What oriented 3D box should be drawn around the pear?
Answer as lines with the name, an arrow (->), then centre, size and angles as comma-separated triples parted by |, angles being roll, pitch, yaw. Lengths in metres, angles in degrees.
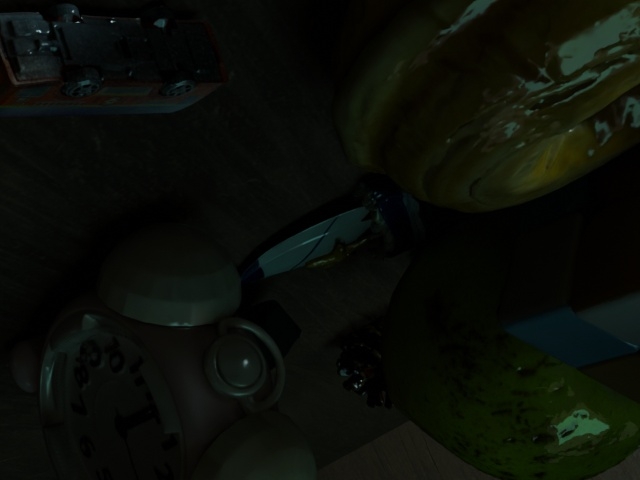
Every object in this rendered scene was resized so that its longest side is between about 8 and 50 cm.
pear -> 0.257, 0.129, 1.590 | 0.391, 0.391, 0.391 | -25, 163, -8

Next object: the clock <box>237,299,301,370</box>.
clock -> -0.152, 0.176, 1.612 | 0.281, 0.055, 0.280 | -35, -173, 5

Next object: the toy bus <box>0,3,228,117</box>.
toy bus -> -0.158, -0.125, 0.902 | 0.077, 0.065, 0.192 | -28, 167, 40

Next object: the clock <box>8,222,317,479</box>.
clock -> -0.164, 0.178, 1.323 | 0.184, 0.342, 0.326 | -21, 170, -40

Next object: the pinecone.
pinecone -> 0.121, 0.201, 2.127 | 0.195, 0.150, 0.179 | -14, 165, -29

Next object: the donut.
donut -> 0.211, -0.182, 1.073 | 0.449, 0.198, 0.449 | -27, 166, -7

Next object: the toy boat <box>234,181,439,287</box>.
toy boat -> 0.000, 0.000, 1.553 | 0.291, 0.067, 0.220 | -16, 162, -1

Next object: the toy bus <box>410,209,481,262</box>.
toy bus -> 0.194, 0.020, 1.815 | 0.098, 0.087, 0.178 | -31, 162, -11

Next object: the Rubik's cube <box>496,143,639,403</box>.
Rubik's cube -> 0.443, -0.023, 1.319 | 0.347, 0.346, 0.344 | 27, 153, -24
